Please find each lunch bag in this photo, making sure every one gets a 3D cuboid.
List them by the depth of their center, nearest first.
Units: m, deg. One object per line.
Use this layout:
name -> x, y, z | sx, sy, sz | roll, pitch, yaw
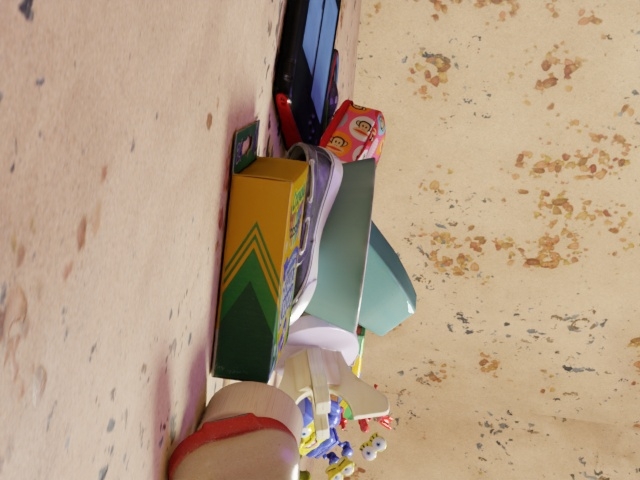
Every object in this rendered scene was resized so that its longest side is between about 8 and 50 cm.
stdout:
lunch bag -> 0.041, -0.135, 2.308 | 0.293, 0.120, 0.258 | 99, 16, -57

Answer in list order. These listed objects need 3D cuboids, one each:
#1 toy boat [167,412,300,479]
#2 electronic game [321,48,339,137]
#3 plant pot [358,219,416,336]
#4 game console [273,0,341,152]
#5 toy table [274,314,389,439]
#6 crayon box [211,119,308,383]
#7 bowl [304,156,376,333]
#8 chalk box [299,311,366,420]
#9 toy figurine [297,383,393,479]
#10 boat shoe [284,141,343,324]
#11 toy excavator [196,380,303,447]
toy boat -> -0.113, 0.280, 1.233 | 0.151, 0.151, 0.231 | -124, -149, -49
electronic game -> 0.017, -0.318, 2.370 | 0.229, 0.048, 0.229 | 8, 90, -86
plant pot -> 0.108, 0.090, 2.406 | 0.165, 0.234, 0.166 | -38, -170, 17
game console -> -0.015, -0.355, 1.796 | 0.342, 0.060, 0.386 | 82, 15, -76
toy table -> -0.008, 0.265, 1.971 | 0.274, 0.252, 0.161 | 63, 16, -63
crayon box -> -0.076, 0.008, 1.424 | 0.203, 0.083, 0.323 | -65, 161, -77
bowl -> 0.000, 0.000, 1.839 | 0.311, 0.163, 0.311 | 7, 90, -89
chalk box -> 0.016, 0.247, 2.468 | 0.180, 0.179, 0.289 | -74, 170, -68
toy figurine -> -0.049, 0.413, 2.280 | 0.362, 0.217, 0.191 | -39, -148, 20
boat shoe -> -0.054, -0.008, 1.661 | 0.102, 0.108, 0.301 | 14, 97, -54
toy excavator -> -0.049, 0.455, 1.411 | 0.433, 0.445, 0.222 | -53, -171, 22
